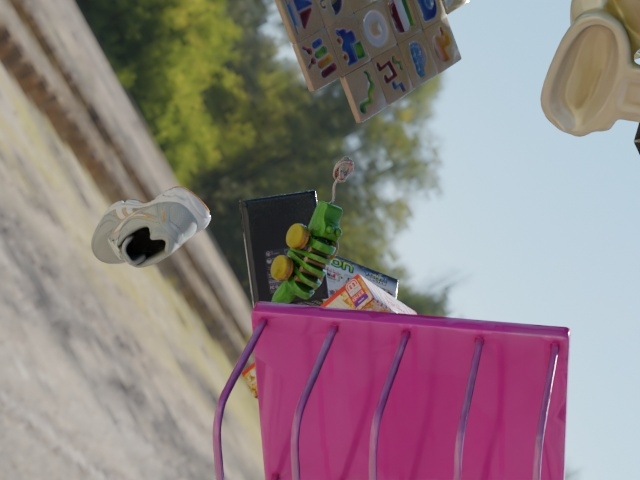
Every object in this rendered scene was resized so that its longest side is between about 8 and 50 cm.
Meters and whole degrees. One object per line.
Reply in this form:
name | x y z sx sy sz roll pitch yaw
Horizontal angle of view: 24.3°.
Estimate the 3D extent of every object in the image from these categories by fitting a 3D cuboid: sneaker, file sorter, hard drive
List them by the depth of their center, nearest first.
file sorter | 0.065 0.196 1.322 0.182 0.290 0.202 -65 155 -58
hard drive | -0.044 0.010 1.820 0.022 0.094 0.135 -152 -125 -79
sneaker | -0.293 -0.003 2.324 0.262 0.121 0.099 -21 -68 46

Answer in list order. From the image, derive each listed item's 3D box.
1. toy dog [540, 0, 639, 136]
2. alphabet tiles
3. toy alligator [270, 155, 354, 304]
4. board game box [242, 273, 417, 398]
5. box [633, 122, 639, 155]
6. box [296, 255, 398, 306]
toy dog | 0.426 -0.340 1.717 0.408 0.284 0.395 -65 154 -47
alphabet tiles | 0.057 -0.306 1.724 0.011 0.342 0.285 -10 -73 41
toy alligator | 0.000 0.000 1.641 0.056 0.190 0.051 21 10 -39
board game box | 0.021 0.140 1.834 0.147 0.193 0.045 35 18 -51
box | 0.595 -0.147 2.332 0.322 0.079 0.257 55 42 -39
box | 0.013 0.069 2.226 0.114 0.207 0.036 -78 -167 -52
